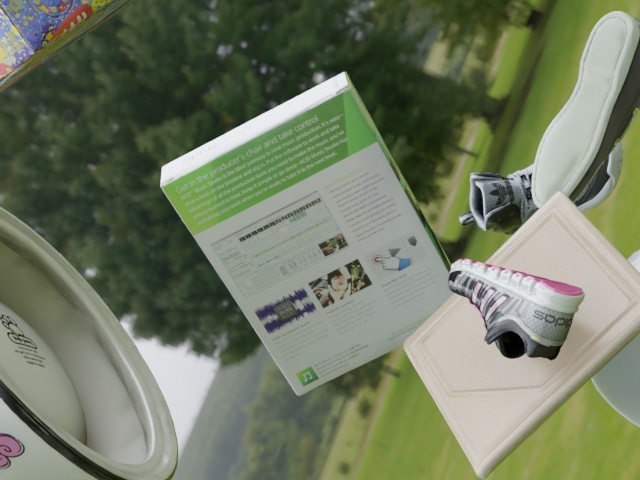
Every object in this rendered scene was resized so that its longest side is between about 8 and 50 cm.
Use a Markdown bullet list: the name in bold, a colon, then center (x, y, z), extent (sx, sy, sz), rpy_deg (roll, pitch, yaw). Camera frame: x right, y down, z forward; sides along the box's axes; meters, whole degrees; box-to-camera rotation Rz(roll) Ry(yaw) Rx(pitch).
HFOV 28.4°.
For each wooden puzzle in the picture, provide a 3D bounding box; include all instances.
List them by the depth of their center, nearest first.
- **wooden puzzle**: center (0.192, 0.083, 1.167), extent (0.221, 0.044, 0.239), rpy_deg (-45, 27, 11)

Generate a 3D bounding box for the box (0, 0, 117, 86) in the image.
- **box**: center (-0.204, -0.212, 0.833), extent (0.279, 0.177, 0.290), rpy_deg (-21, 18, 49)

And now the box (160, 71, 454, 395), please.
- **box**: center (0.000, 0.000, 1.418), extent (0.232, 0.322, 0.058), rpy_deg (-26, 28, 8)

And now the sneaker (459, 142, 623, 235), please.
- **sneaker**: center (0.311, -0.077, 1.830), extent (0.268, 0.153, 0.101), rpy_deg (-45, 53, 52)

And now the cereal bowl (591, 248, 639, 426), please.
- **cereal bowl**: center (0.443, 0.088, 1.262), extent (0.339, 0.339, 0.141), rpy_deg (114, 178, -58)

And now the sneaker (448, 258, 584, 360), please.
- **sneaker**: center (0.159, 0.062, 1.097), extent (0.170, 0.063, 0.075), rpy_deg (17, 93, 61)

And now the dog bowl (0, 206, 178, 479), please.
- **dog bowl**: center (-0.342, 0.143, 1.381), extent (0.150, 0.408, 0.408), rpy_deg (-39, 6, 9)

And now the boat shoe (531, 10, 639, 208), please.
- **boat shoe**: center (0.305, -0.132, 1.379), extent (0.081, 0.068, 0.228), rpy_deg (40, 111, 51)
